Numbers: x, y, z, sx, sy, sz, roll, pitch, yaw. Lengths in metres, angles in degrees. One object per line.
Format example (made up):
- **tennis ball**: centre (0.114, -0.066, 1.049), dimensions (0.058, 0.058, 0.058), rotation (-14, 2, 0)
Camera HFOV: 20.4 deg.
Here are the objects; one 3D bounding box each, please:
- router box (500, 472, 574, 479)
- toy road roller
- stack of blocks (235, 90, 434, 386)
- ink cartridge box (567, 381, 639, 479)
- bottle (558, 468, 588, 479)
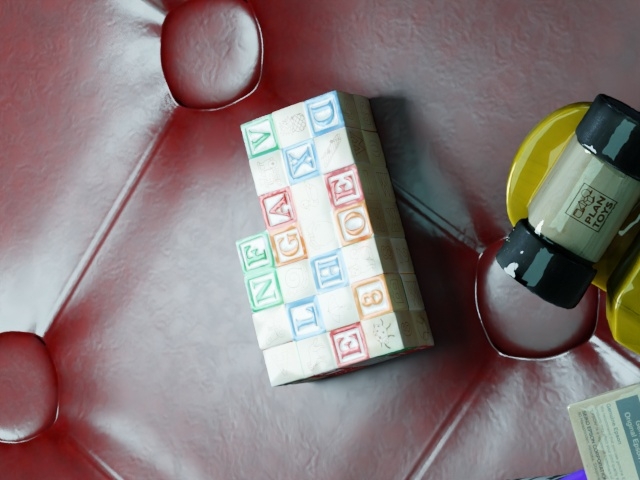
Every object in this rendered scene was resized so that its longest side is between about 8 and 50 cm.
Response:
- **router box**: centre (0.175, 0.416, 1.915), dimensions (0.243, 0.081, 0.309), rotation (-9, 85, 25)
- **toy road roller**: centre (0.344, -0.013, 1.787), dimensions (0.329, 0.240, 0.202), rotation (30, 105, -2)
- **stack of blocks**: centre (0.000, 0.000, 2.007), dimensions (0.171, 0.087, 0.297), rotation (-18, 81, 25)
- **ink cartridge box**: centre (0.341, 0.234, 1.749), dimensions (0.088, 0.234, 0.193), rotation (-21, 81, 25)
- **bottle**: centre (0.298, 0.375, 1.796), dimensions (0.118, 0.092, 0.283), rotation (-27, 95, -18)
